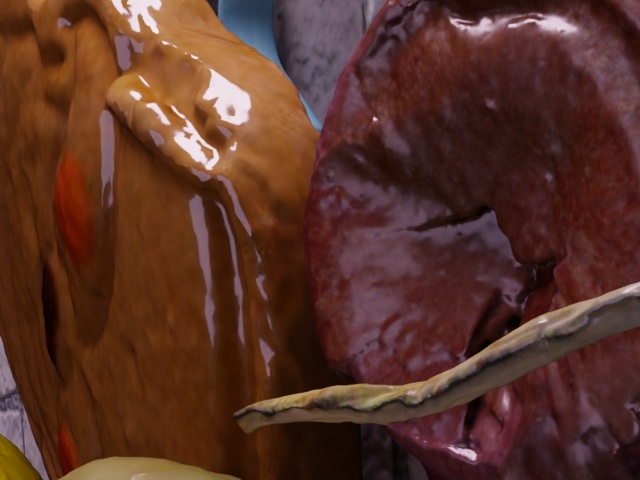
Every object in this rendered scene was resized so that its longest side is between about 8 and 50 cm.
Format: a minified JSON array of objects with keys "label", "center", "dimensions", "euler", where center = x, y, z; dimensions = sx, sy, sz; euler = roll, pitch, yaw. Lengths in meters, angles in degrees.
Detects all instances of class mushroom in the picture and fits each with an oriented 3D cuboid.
[{"label":"mushroom","center":[0.061,0.028,0.333],"dimensions":[0.026,0.028,0.286],"euler":[49,145,-19]}]

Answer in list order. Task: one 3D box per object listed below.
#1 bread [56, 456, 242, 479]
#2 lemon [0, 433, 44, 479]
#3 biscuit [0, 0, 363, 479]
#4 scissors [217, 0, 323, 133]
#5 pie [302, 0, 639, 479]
[{"label":"bread","center":[-0.053,0.244,0.402],"dimensions":[0.300,0.210,0.341],"euler":[-14,93,55]},{"label":"lemon","center":[-0.313,0.254,0.824],"dimensions":[0.336,0.336,0.336],"euler":[5,96,62]},{"label":"biscuit","center":[-0.099,0.030,0.644],"dimensions":[0.455,0.078,0.350],"euler":[50,145,43]},{"label":"scissors","center":[0.000,0.000,0.539],"dimensions":[0.447,0.029,0.193],"euler":[53,137,46]},{"label":"pie","center":[0.060,-0.004,0.388],"dimensions":[0.182,0.049,0.182],"euler":[3,94,52]}]
